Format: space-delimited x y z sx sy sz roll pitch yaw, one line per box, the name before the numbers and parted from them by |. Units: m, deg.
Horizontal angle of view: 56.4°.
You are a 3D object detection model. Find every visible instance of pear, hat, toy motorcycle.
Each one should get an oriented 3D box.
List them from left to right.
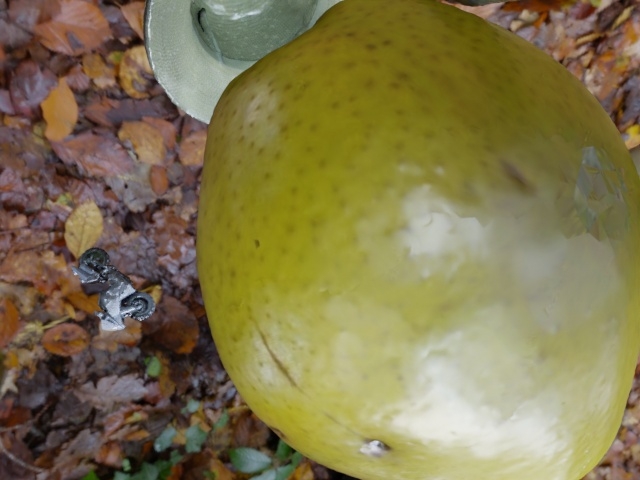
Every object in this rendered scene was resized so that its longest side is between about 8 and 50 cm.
toy motorcycle | -0.599 0.148 1.684 0.159 0.270 0.106 -47 171 -16
hat | -0.073 -0.254 0.617 0.257 0.130 0.257 -22 146 -15
pear | 0.106 0.005 0.419 0.340 0.191 0.387 -39 101 -33

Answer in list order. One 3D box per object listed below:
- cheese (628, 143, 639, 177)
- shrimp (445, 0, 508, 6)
cheese | 0.486 -0.035 0.733 0.247 0.174 0.251 -15 147 18
shrimp | 0.155 -0.231 0.424 0.185 0.287 0.068 -26 120 15
